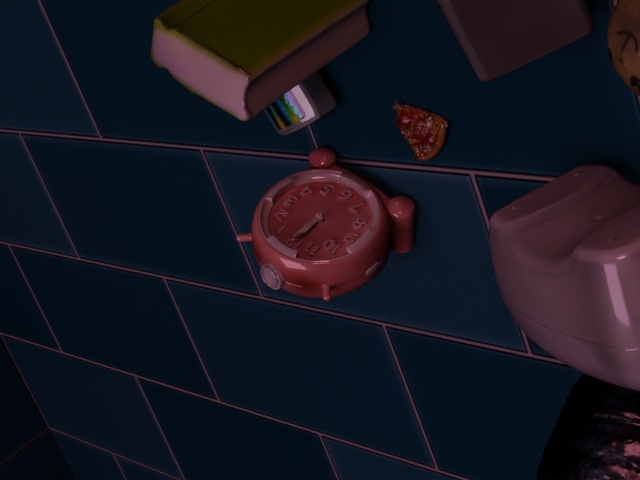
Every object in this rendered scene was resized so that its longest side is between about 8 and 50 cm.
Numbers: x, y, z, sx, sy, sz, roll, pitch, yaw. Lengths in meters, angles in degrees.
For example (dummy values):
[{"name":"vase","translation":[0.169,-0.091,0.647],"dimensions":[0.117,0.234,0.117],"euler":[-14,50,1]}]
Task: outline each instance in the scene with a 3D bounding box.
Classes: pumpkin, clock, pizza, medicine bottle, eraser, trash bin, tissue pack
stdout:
[{"name":"pumpkin","translation":[0.438,0.328,1.818],"dimensions":[0.266,0.363,0.363],"euler":[14,134,22]},{"name":"clock","translation":[0.000,0.000,2.155],"dimensions":[0.227,0.241,0.142],"euler":[33,146,27]},{"name":"pizza","translation":[0.148,-0.152,2.013],"dimensions":[0.100,0.029,0.099],"euler":[29,142,33]},{"name":"medicine bottle","translation":[-0.077,-0.283,2.117],"dimensions":[0.121,0.083,0.229],"euler":[-18,108,55]},{"name":"eraser","translation":[-0.085,-0.306,1.927],"dimensions":[0.210,0.274,0.092],"euler":[34,145,28]},{"name":"trash bin","translation":[0.212,-0.331,1.630],"dimensions":[0.176,0.101,0.236],"euler":[-25,110,11]},{"name":"tissue pack","translation":[0.376,0.056,1.699],"dimensions":[0.333,0.229,0.236],"euler":[26,139,65]}]

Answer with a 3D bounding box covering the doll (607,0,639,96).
[{"name":"doll","translation":[0.404,-0.257,1.466],"dimensions":[0.177,0.161,0.261],"euler":[54,152,35]}]
